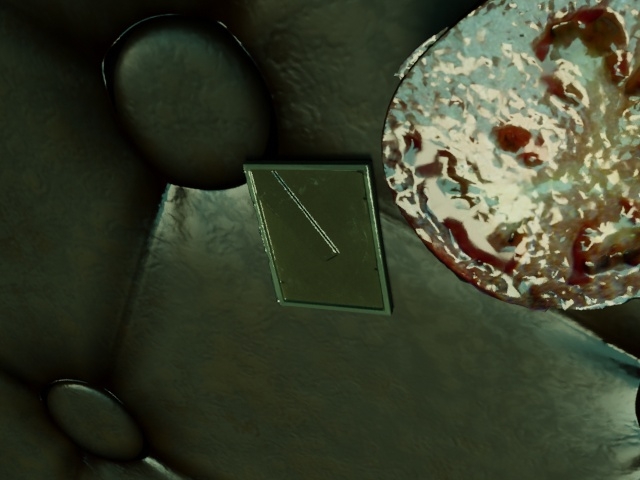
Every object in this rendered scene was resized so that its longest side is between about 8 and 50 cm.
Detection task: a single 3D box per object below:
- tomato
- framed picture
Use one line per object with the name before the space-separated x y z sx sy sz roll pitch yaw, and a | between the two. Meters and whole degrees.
tomato | 0.152 -0.065 0.423 0.224 0.085 0.225 9 124 14
framed picture | 0.000 0.000 0.583 0.109 0.011 0.149 3 125 21
